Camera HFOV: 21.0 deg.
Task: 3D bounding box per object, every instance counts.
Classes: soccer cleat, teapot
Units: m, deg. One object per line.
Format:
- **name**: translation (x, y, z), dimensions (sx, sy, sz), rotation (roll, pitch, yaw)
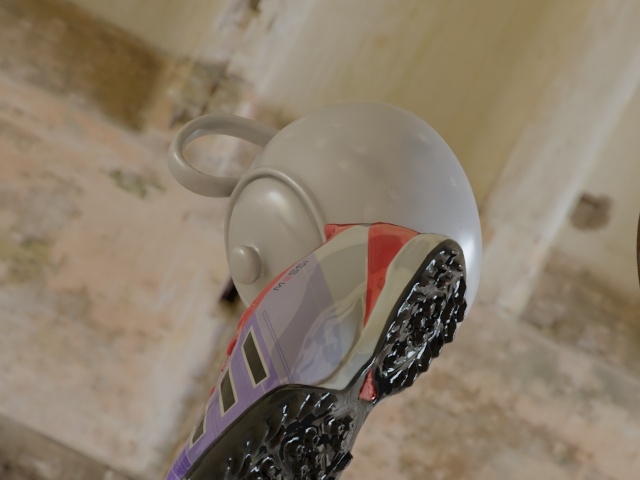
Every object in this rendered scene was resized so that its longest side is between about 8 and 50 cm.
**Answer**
- **soccer cleat**: translation (-0.023, 0.093, 1.139), dimensions (0.116, 0.318, 0.109), rotation (16, -47, 31)
- **teapot**: translation (0.000, 0.000, 1.488), dimensions (0.187, 0.253, 0.256), rotation (-12, 4, -35)

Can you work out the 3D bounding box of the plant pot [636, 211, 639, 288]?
- **plant pot**: translation (0.359, 0.004, 1.088), dimensions (0.230, 0.215, 0.215), rotation (-10, 24, -34)
